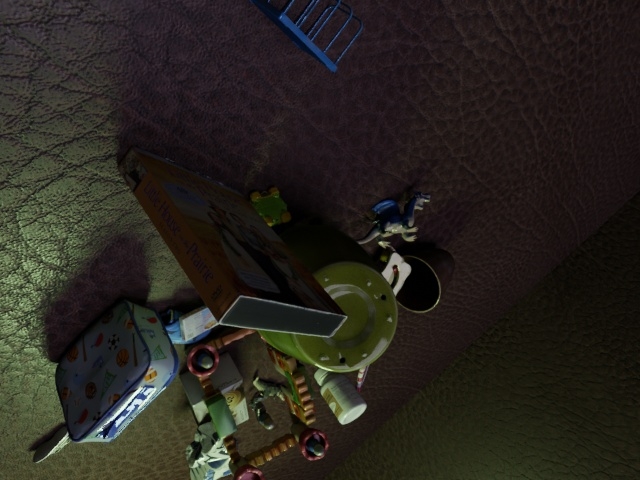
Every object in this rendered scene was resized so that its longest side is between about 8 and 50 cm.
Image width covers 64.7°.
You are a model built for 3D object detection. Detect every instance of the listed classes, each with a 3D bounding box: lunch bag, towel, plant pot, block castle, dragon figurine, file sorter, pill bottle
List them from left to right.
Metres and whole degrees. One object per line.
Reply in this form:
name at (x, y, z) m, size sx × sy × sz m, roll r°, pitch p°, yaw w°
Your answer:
lunch bag at (-0.472, 0.309, 1.162) m, size 0.303 × 0.243 × 0.115 m, roll -46°, pitch 146°, yaw 9°
block castle at (-0.176, 0.458, 1.448) m, size 0.302 × 0.454 × 0.212 m, roll -21°, pitch -174°, yaw -22°
file sorter at (-0.022, -0.401, 0.882) m, size 0.104 × 0.118 × 0.170 m, roll -50°, pitch 146°, yaw 11°
plant pot at (0.017, 0.148, 1.213) m, size 0.366 × 0.367 × 0.353 m, roll -34°, pitch -171°, yaw -9°
pill bottle at (0.075, 0.626, 2.088) m, size 0.131 × 0.229 × 0.131 m, roll -26°, pitch 145°, yaw -20°
towel at (0.202, 0.492, 2.115) m, size 0.329 × 0.037 × 0.237 m, roll 94°, pitch 18°, yaw -48°
dragon figurine at (0.205, -0.063, 1.532) m, size 0.288 × 0.144 × 0.085 m, roll -14°, pitch 145°, yaw -3°
plant pot at (0.393, 0.118, 1.853) m, size 0.230 × 0.215 × 0.216 m, roll -27°, pitch 148°, yaw -46°

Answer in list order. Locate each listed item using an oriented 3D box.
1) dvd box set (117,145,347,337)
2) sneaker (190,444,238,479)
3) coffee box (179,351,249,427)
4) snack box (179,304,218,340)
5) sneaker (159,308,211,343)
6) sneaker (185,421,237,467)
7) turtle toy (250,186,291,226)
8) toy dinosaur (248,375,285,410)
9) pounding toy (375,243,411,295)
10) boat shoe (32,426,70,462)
dvd box set at (-0.164, 0.004, 0.943) m, size 0.062 × 0.420 × 0.307 m, roll -51°, pitch 145°, yaw 12°
sneaker at (-0.389, 0.868, 2.033) m, size 0.182 × 0.127 × 0.316 m, roll -6°, pitch 141°, yaw -46°
coffee box at (-0.341, 0.516, 1.649) m, size 0.168 × 0.119 × 0.297 m, roll -23°, pitch 143°, yaw -23°
snack box at (-0.296, 0.201, 1.348) m, size 0.178 × 0.022 × 0.064 m, roll -25°, pitch 119°, yaw -47°
sneaker at (-0.366, 0.221, 1.323) m, size 0.209 × 0.069 × 0.082 m, roll 5°, pitch 123°, yaw -47°
sneaker at (-0.321, 0.641, 1.623) m, size 0.153 × 0.094 × 0.235 m, roll 0°, pitch 132°, yaw -42°
turtle toy at (-0.137, -0.066, 1.200) m, size 0.130 × 0.095 × 0.066 m, roll -17°, pitch 162°, yaw -29°
toy dinosaur at (-0.217, 0.579, 1.902) m, size 0.118 × 0.064 × 0.268 m, roll -52°, pitch 147°, yaw -8°
pounding toy at (0.181, 0.129, 1.753) m, size 0.154 × 0.155 × 0.270 m, roll 21°, pitch 107°, yaw -22°
boat shoe at (-0.733, 0.565, 1.392) m, size 0.125 × 0.046 × 0.038 m, roll -45°, pitch 143°, yaw -7°
